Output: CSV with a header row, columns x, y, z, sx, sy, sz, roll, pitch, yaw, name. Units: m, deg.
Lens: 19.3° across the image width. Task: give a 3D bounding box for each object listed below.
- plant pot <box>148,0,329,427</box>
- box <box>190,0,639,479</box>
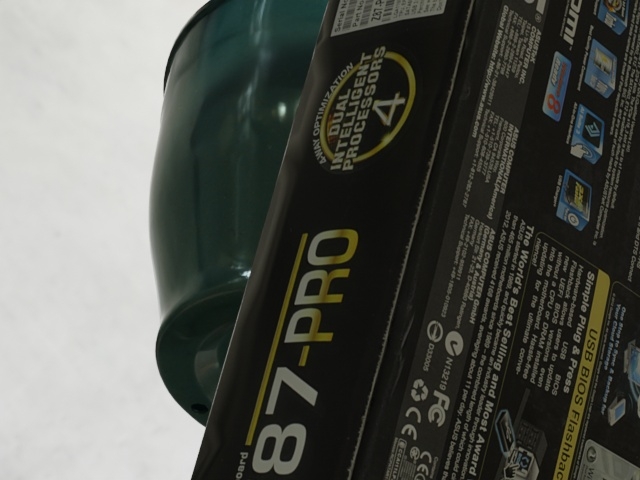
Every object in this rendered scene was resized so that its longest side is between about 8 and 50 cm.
x,y,z,sx,sy,sz,roll,pitch,yaw,name
0.000,0.000,1.284,0.272,0.272,0.255,40,42,-29,plant pot
0.105,0.072,0.770,0.318,0.097,0.395,30,66,-38,box
